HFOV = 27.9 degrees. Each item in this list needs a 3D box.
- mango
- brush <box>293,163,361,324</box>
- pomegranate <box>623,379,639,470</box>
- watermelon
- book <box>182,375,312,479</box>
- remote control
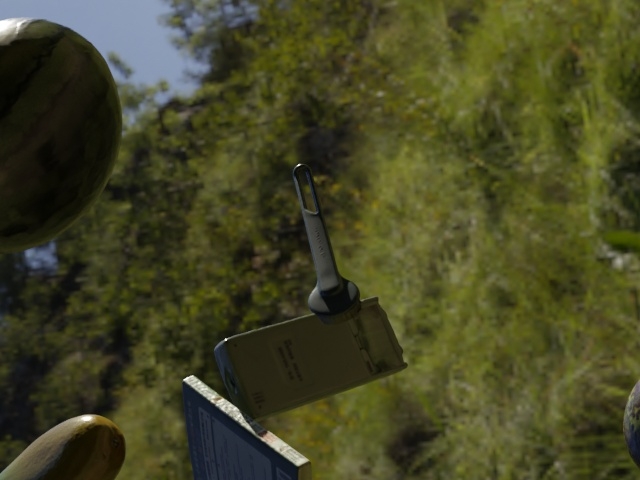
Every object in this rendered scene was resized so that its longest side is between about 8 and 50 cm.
[{"bbox_3d":[-0.341,0.301,1.668,0.130,0.195,0.092,-104,-13,-47],"label":"mango"},{"bbox_3d":[0.000,0.000,1.584,0.027,0.062,0.266,72,-177,-45],"label":"brush"},{"bbox_3d":[0.471,0.210,1.631,0.276,0.204,0.222,57,-175,29],"label":"pomegranate"},{"bbox_3d":[-0.412,-0.131,1.699,0.279,0.279,0.359,64,-141,-33],"label":"watermelon"},{"bbox_3d":[-0.093,0.316,1.693,0.027,0.264,0.202,-23,-58,-31],"label":"book"},{"bbox_3d":[-0.007,0.162,1.803,0.285,0.038,0.123,-16,-105,-35],"label":"remote control"}]
